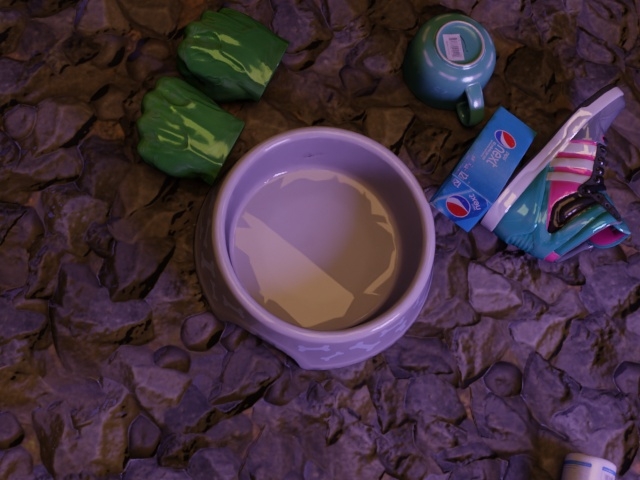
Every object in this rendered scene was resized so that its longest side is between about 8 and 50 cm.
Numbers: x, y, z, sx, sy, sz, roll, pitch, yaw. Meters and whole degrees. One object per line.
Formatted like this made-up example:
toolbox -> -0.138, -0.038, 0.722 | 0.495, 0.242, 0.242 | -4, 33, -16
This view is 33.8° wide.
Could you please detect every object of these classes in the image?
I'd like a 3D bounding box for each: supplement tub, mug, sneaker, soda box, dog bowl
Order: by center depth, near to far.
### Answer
supplement tub -> 0.358, 0.348, 1.426 | 0.071, 0.071, 0.107 | 18, 72, -3
dog bowl -> 0.000, 0.000, 1.457 | 0.348, 0.102, 0.349 | 2, 74, -8
soda box -> 0.233, -0.104, 1.495 | 0.071, 0.067, 0.210 | 37, 44, 2
sneaker -> 0.389, -0.078, 1.526 | 0.178, 0.124, 0.295 | 42, 79, 9
mug -> 0.206, -0.264, 1.568 | 0.157, 0.097, 0.129 | 36, 72, 3

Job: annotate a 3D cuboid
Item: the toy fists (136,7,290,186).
toy fists -> -0.162, -0.210, 1.497 | 0.142, 0.096, 0.279 | 29, 69, -5
